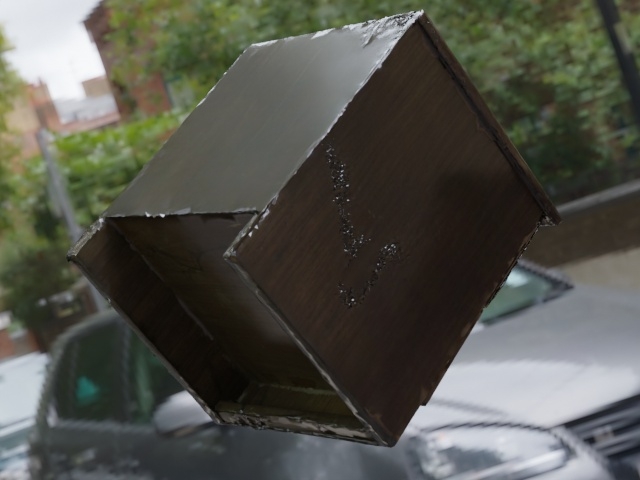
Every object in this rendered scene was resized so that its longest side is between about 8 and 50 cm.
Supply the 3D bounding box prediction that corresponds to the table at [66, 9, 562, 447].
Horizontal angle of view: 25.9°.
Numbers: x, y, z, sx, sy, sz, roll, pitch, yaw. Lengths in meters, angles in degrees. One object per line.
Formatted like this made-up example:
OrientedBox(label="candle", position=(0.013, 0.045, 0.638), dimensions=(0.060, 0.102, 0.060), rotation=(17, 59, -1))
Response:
OrientedBox(label="table", position=(0.000, 0.000, 0.827), dimensions=(0.169, 0.172, 0.193), rotation=(-2, 43, 49))
